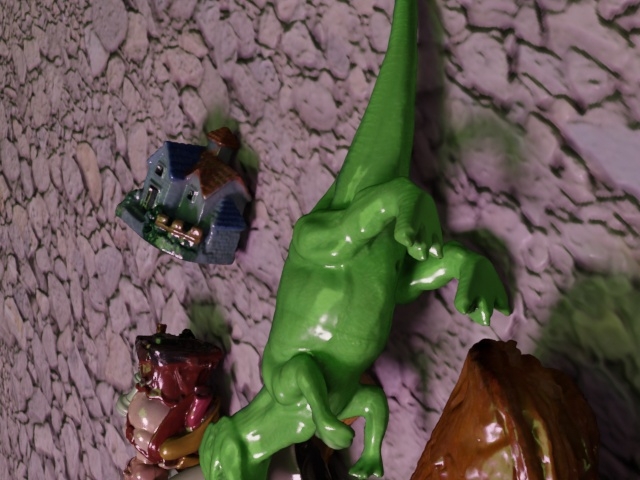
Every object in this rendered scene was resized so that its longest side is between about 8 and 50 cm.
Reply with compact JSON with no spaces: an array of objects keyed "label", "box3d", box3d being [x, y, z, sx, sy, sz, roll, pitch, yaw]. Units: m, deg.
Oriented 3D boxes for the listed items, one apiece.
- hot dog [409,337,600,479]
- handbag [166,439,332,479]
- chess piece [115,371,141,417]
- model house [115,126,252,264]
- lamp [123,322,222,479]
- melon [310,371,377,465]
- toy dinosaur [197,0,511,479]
[{"label":"hot dog","box3d":[0.121,0.216,0.756,0.196,0.122,0.272,-91,19,-75]},{"label":"handbag","box3d":[-0.046,0.329,1.013,0.315,0.109,0.241,-19,84,45]},{"label":"chess piece","box3d":[-0.241,0.193,1.311,0.042,0.042,0.093,45,118,41]},{"label":"model house","box3d":[-0.147,-0.065,1.151,0.148,0.119,0.149,33,107,46]},{"label":"lamp","box3d":[-0.184,0.236,1.186,0.118,0.118,0.253,18,102,49]},{"label":"melon","box3d":[-0.009,0.190,1.036,0.098,0.054,0.182,43,123,24]},{"label":"toy dinosaur","box3d":[0.000,0.000,0.968,0.374,0.144,0.500,-34,50,39]}]
